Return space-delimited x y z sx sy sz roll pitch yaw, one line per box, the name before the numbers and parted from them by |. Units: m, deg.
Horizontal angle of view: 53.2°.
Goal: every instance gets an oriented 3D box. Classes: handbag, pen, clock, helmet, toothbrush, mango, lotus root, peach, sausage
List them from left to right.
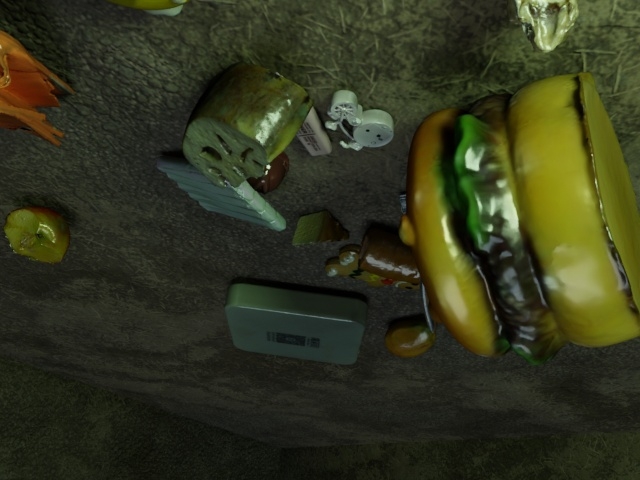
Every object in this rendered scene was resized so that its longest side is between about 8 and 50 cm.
handbag | -0.597 -0.242 0.906 0.410 0.116 0.303 10 179 -5
peach | -0.615 -0.013 1.421 0.151 0.118 0.151 10 116 21
lotus root | -0.126 -0.172 0.961 0.138 0.119 0.235 39 154 -18
helmet | -0.105 -0.117 1.152 0.089 0.057 0.111 16 151 -10
pen | -0.032 -0.199 1.011 0.053 0.032 0.197 -4 151 22
clock | 0.055 -0.186 1.002 0.087 0.041 0.129 -21 145 37
mango | 0.247 0.263 1.730 0.165 0.089 0.115 -20 131 36
toothbrush | 0.198 0.051 1.254 0.031 0.023 0.321 -9 116 15
sausage | 0.212 0.042 1.317 0.270 0.109 0.109 8 152 0

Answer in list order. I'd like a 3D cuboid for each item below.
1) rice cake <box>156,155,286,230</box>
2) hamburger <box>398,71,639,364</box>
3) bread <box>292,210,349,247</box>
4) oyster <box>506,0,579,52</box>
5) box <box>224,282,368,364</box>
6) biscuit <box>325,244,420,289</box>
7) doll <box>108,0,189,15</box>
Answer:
rice cake | -0.182 -0.089 1.181 0.198 0.037 0.189 14 159 40
hamburger | 0.287 -0.019 0.906 0.277 0.396 0.395 -13 145 32
bread | 0.000 0.000 1.316 0.084 0.080 0.109 -7 146 31
oyster | 0.245 -0.322 0.665 0.161 0.107 0.233 5 133 16
box | -0.064 0.233 1.753 0.373 0.090 0.367 7 153 1
biscuit | 0.136 0.075 1.467 0.240 0.035 0.158 16 153 -13
doll | -0.221 -0.349 0.711 0.252 0.111 0.237 26 163 -31
